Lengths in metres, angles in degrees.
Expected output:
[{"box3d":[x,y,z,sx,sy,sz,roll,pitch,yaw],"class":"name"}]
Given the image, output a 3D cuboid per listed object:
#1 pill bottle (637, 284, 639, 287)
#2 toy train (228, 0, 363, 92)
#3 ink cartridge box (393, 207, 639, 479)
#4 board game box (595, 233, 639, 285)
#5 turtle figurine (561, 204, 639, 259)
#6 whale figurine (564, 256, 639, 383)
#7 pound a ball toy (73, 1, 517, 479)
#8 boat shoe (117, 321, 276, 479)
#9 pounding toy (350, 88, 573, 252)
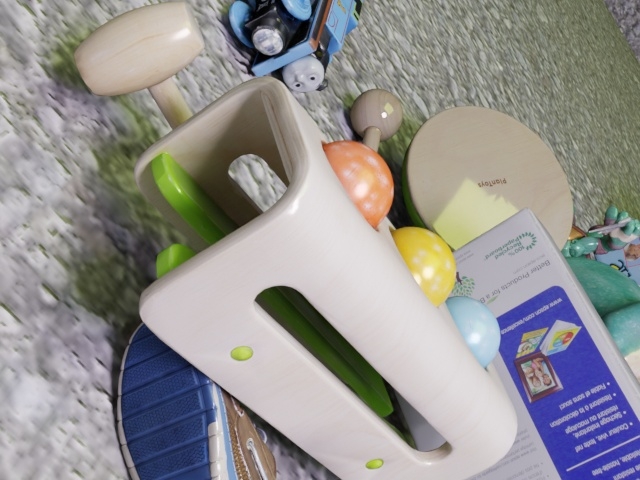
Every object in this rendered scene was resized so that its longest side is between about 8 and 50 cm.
[{"box3d":[0.493,0.167,1.057,0.323,0.181,0.181,28,47,-42],"class":"pill bottle"},{"box3d":[-0.017,-0.211,0.711,0.105,0.080,0.184,48,36,-33],"class":"toy train"},{"box3d":[0.160,0.151,0.561,0.065,0.165,0.332,34,29,-50],"class":"ink cartridge box"},{"box3d":[0.593,0.029,1.201,0.142,0.275,0.144,15,56,-49],"class":"board game box"},{"box3d":[0.317,-0.015,1.007,0.175,0.118,0.234,31,20,27],"class":"turtle figurine"},{"box3d":[0.247,0.077,0.727,0.272,0.216,0.141,93,-23,-79],"class":"whale figurine"},{"box3d":[0.000,0.000,0.491,0.319,0.136,0.208,49,15,-39],"class":"pound a ball toy"},{"box3d":[-0.062,0.130,0.440,0.066,0.066,0.183,10,63,-64],"class":"boat shoe"},{"box3d":[0.125,-0.039,0.792,0.237,0.110,0.183,15,63,-13],"class":"pounding toy"}]
